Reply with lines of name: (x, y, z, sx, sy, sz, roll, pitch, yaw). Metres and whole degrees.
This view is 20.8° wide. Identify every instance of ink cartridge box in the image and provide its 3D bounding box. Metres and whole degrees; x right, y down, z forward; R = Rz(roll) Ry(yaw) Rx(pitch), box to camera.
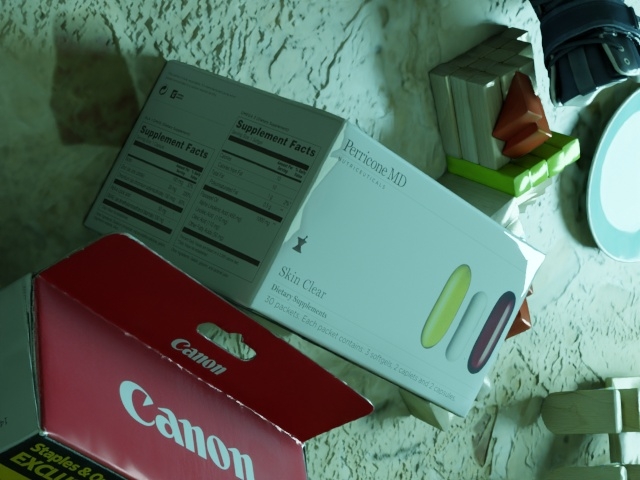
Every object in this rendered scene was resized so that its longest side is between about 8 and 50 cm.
ink cartridge box: (-0.141, 0.160, 1.196, 0.272, 0.130, 0.309, -29, 139, 23)

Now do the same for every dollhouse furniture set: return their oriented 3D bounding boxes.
dollhouse furniture set: (0.306, 0.260, 1.781, 0.212, 0.161, 0.242, 1, 84, -43)

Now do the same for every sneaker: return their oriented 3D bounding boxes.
sneaker: (0.196, -0.207, 1.443, 0.226, 0.086, 0.163, 31, 49, -45)

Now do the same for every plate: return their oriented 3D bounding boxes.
plate: (0.315, -0.070, 1.702, 0.188, 0.024, 0.188, -19, 119, -38)

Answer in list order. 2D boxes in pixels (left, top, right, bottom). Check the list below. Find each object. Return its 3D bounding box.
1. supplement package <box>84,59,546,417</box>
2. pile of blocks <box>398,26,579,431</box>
supplement package: (0.000, 0.000, 1.309, 0.262, 0.204, 0.145, 29, 85, -45)
pile of blocks: (0.163, 0.002, 1.527, 0.149, 0.113, 0.362, -5, 111, -41)
